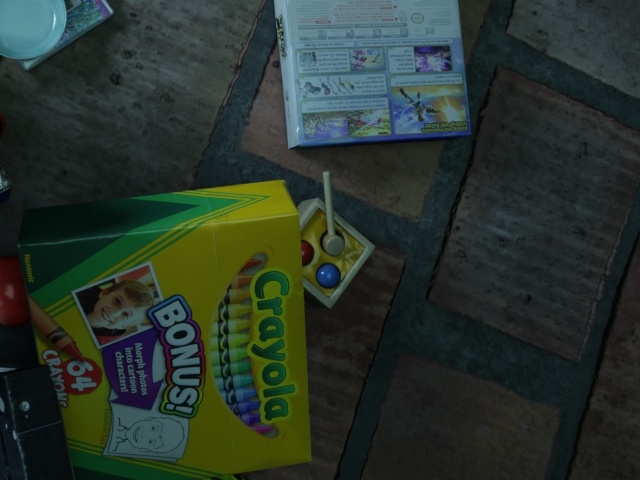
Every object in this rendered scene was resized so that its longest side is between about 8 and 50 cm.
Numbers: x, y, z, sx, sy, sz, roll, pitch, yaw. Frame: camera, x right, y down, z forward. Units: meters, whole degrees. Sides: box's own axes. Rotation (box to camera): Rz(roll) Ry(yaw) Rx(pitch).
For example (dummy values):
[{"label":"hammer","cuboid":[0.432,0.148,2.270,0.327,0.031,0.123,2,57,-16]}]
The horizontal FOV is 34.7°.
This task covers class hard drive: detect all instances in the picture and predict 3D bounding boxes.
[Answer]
[{"label":"hard drive","cuboid":[-0.354,0.314,1.215,0.064,0.237,0.338,-11,91,-36]}]

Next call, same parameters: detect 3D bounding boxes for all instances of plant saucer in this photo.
[{"label":"plant saucer","cuboid":[-0.388,-0.290,1.315,0.119,0.021,0.119,1,88,-18]}]

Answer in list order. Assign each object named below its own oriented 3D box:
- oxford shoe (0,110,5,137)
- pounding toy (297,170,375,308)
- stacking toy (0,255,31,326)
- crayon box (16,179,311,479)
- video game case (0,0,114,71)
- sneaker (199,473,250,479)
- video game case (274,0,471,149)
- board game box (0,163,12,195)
[{"label":"oxford shoe","cuboid":[-0.445,-0.050,1.041,0.098,0.097,0.271,36,74,7]},{"label":"pounding toy","cuboid":[0.000,0.000,1.417,0.130,0.100,0.141,40,77,-14]},{"label":"stacking toy","cuboid":[-0.273,0.044,1.320,0.330,0.141,0.141,-7,91,-12]},{"label":"crayon box","cuboid":[-0.178,0.125,1.250,0.313,0.106,0.362,-7,118,-8]},{"label":"video game case","cuboid":[-0.375,-0.325,1.343,0.143,0.019,0.157,-38,99,-16]},{"label":"sneaker","cuboid":[-0.076,0.423,1.390,0.295,0.109,0.123,41,98,-14]},{"label":"video game case","cuboid":[0.075,-0.260,1.471,0.270,0.061,0.244,-5,89,-19]},{"label":"board game box","cuboid":[-0.497,-0.143,1.184,0.141,0.232,0.291,-33,98,-16]}]
